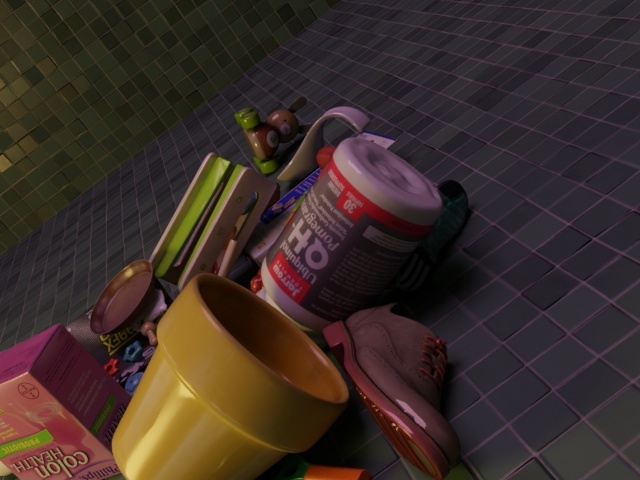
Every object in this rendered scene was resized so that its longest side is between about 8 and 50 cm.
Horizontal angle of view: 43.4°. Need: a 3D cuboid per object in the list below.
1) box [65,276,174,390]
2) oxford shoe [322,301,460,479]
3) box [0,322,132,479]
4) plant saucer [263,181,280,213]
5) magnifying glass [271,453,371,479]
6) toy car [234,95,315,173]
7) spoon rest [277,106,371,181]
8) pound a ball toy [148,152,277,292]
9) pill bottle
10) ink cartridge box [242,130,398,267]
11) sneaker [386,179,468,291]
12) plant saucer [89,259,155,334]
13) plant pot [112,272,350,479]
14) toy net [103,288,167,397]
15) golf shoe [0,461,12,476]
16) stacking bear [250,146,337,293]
[{"bbox_3d":[-0.389,0.204,1.547,0.270,0.060,0.216,-39,48,-6],"label":"box"},{"bbox_3d":[0.103,0.157,0.987,0.130,0.123,0.348,-32,24,-3],"label":"oxford shoe"},{"bbox_3d":[-0.448,0.290,1.340,0.213,0.243,0.117,-24,27,26],"label":"box"},{"bbox_3d":[-0.161,-0.052,1.772,0.200,0.037,0.200,-41,1,1],"label":"plant saucer"},{"bbox_3d":[-0.028,0.298,1.026,0.231,0.026,0.092,-13,33,47],"label":"magnifying glass"},{"bbox_3d":[-0.103,-0.289,2.083,0.188,0.155,0.149,-26,23,-6],"label":"toy car"},{"bbox_3d":[-0.007,-0.220,1.826,0.276,0.084,0.137,-34,9,41],"label":"spoon rest"},{"bbox_3d":[-0.188,0.016,1.555,0.208,0.135,0.319,25,86,41],"label":"pound a ball toy"},{"bbox_3d":[0.022,0.024,1.178,0.319,0.176,0.176,-56,16,23],"label":"pill bottle"},{"bbox_3d":[-0.003,-0.082,1.645,0.371,0.069,0.175,-42,23,-6],"label":"ink cartridge box"},{"bbox_3d":[0.152,-0.010,1.280,0.098,0.083,0.224,-14,32,50],"label":"sneaker"},{"bbox_3d":[-0.368,0.112,1.520,0.168,0.029,0.169,-30,37,25],"label":"plant saucer"},{"bbox_3d":[-0.131,0.210,1.027,0.239,0.254,0.254,-50,22,8],"label":"plant pot"},{"bbox_3d":[-0.327,0.197,1.459,0.122,0.045,0.232,-17,46,30],"label":"toy net"},{"bbox_3d":[-0.548,0.377,1.502,0.198,0.077,0.094,-38,5,0],"label":"golf shoe"},{"bbox_3d":[0.000,0.000,1.391,0.289,0.175,0.164,-53,19,-13],"label":"stacking bear"}]
